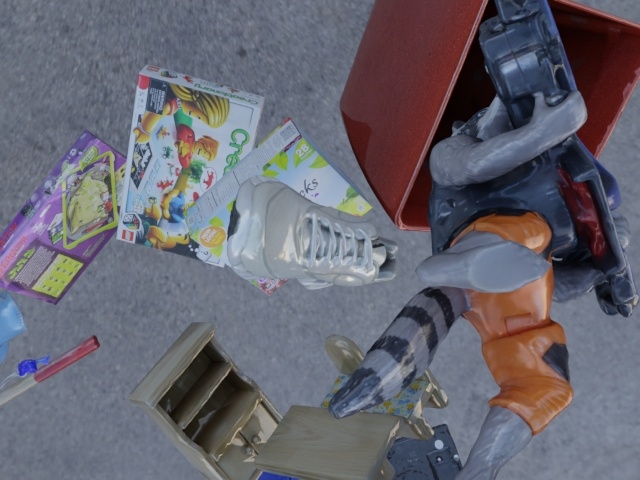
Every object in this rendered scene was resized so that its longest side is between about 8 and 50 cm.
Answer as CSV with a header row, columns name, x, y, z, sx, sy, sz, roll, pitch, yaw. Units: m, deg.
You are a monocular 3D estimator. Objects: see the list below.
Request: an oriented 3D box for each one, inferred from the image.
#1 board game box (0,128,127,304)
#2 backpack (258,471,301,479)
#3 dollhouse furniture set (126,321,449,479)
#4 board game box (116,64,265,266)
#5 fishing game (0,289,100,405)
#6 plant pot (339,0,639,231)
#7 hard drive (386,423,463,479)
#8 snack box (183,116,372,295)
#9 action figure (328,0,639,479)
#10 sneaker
name,x,y,z,sx,sy,sz,roll,pitch,yaw
board game box,-0.505,-0.037,1.415,0.347,0.056,0.208,-51,156,-2
backpack,-0.092,0.389,1.093,0.101,0.098,0.120,1,136,-32
dollhouse furniture set,-0.042,0.172,0.664,0.161,0.242,0.212,56,51,-24
board game box,-0.219,-0.114,1.153,0.192,0.053,0.306,15,120,-4
fishing game,-0.232,0.058,0.314,0.189,0.041,0.264,-32,159,7
plant pot,0.175,-0.180,0.837,0.267,0.236,0.267,3,120,-33
hard drive,0.184,0.539,1.298,0.236,0.339,0.064,-13,159,-18
snack box,-0.060,-0.043,0.998,0.207,0.070,0.174,-41,130,9
action figure,0.109,-0.029,0.491,0.178,0.330,0.342,-15,115,24
sneaker,0.000,0.000,0.742,0.118,0.292,0.110,8,87,23
